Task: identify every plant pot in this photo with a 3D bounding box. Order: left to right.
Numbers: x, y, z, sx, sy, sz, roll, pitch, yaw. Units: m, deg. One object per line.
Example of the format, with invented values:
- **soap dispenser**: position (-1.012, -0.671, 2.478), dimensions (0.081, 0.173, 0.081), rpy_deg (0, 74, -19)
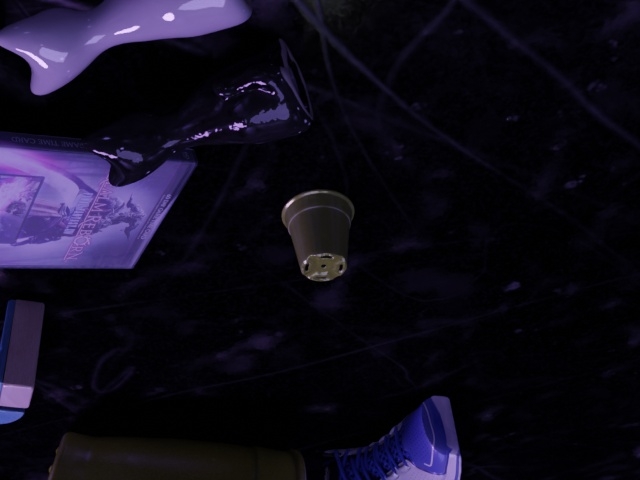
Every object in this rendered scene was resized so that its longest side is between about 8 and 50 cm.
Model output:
- **plant pot**: position (-0.248, 0.443, 1.369), dimensions (0.353, 0.366, 0.366), rpy_deg (19, 136, -12)
- **plant pot**: position (0.000, 0.000, 1.025), dimensions (0.083, 0.079, 0.083), rpy_deg (-3, 142, -2)

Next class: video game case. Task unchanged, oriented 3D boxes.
- **video game case**: position (-0.285, -0.034, 0.931), dimensions (0.274, 0.026, 0.196), rpy_deg (3, 143, -35)

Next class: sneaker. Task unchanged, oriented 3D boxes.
- **sneaker**: position (0.097, 0.369, 1.463), dimensions (0.182, 0.127, 0.315), rpy_deg (2, 142, -13)

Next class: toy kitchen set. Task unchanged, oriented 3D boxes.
- **toy kitchen set**: position (-0.445, 0.172, 1.146), dimensions (0.166, 0.122, 0.207), rpy_deg (9, 139, -18)

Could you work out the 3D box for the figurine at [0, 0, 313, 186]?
- **figurine**: position (-0.141, -0.146, 0.800), dimensions (0.209, 0.092, 0.215), rpy_deg (-21, 139, 10)
